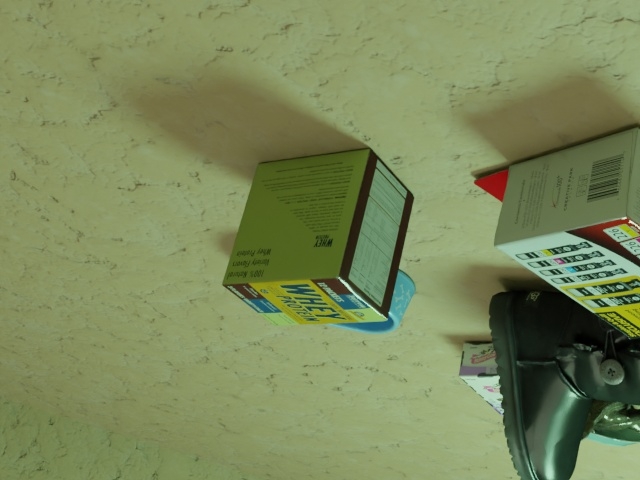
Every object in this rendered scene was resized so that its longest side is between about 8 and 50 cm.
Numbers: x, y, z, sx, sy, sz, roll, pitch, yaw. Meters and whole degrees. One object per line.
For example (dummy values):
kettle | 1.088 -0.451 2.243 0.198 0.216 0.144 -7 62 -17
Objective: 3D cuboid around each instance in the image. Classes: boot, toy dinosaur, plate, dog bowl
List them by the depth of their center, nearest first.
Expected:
boot | 0.505 0.238 1.712 0.445 0.146 0.367 -4 113 31
dog bowl | 0.008 0.085 1.897 0.297 0.074 0.166 13 155 6
toy dinosaur | 0.525 0.300 2.018 0.160 0.121 0.313 -14 167 29
plate | 0.526 0.361 2.140 0.188 0.024 0.188 13 -176 -1

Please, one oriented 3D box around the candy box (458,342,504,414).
candy box | 0.371 0.256 2.057 0.165 0.070 0.196 -5 149 34

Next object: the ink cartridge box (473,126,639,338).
ink cartridge box | 0.386 0.009 1.482 0.309 0.130 0.272 31 151 -32

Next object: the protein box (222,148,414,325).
protein box | 0.000 0.000 1.580 0.200 0.201 0.136 -5 148 35
